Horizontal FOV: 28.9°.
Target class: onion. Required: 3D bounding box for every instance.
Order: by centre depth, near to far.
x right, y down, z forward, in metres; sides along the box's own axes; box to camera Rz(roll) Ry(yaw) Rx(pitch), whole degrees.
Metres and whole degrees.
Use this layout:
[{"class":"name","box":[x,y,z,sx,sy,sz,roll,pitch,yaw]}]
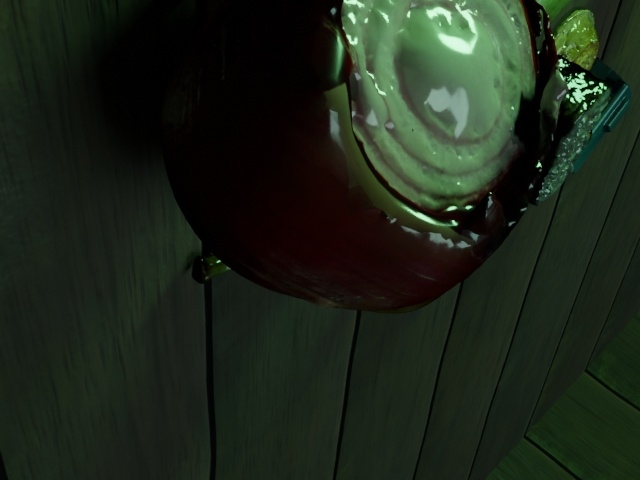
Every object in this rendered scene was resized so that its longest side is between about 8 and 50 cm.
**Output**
[{"class":"onion","box":[0.030,-0.102,1.001,0.341,0.341,0.341,-42,155,-25]}]

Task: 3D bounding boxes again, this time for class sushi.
[{"class":"sushi","box":[0.295,-0.153,1.670,0.124,0.127,0.225,-42,163,-28]}]

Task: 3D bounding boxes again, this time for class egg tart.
[{"class":"egg tart","box":[0.349,-0.259,1.727,0.129,0.049,0.129,-41,153,-26]}]

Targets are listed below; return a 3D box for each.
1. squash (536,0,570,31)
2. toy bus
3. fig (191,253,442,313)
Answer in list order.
[{"class":"squash","box":[0.273,-0.349,1.368,0.370,0.118,0.118,-50,158,-17]},{"class":"toy bus","box":[0.396,-0.187,1.864,0.160,0.092,0.079,-53,159,-1]},{"class":"fig","box":[0.022,-0.011,1.307,0.290,0.190,0.191,3,122,-46]}]
